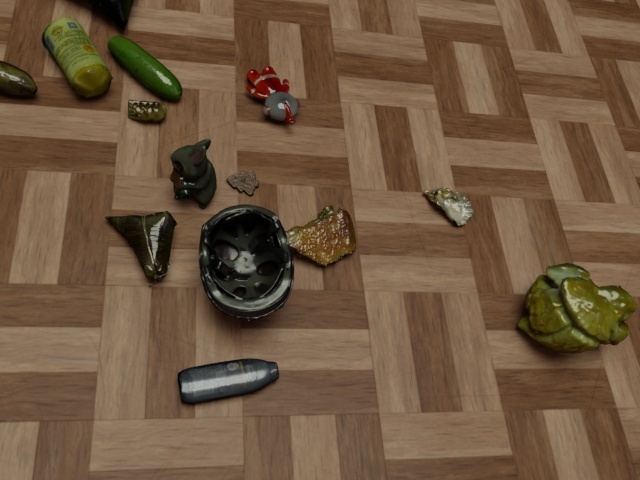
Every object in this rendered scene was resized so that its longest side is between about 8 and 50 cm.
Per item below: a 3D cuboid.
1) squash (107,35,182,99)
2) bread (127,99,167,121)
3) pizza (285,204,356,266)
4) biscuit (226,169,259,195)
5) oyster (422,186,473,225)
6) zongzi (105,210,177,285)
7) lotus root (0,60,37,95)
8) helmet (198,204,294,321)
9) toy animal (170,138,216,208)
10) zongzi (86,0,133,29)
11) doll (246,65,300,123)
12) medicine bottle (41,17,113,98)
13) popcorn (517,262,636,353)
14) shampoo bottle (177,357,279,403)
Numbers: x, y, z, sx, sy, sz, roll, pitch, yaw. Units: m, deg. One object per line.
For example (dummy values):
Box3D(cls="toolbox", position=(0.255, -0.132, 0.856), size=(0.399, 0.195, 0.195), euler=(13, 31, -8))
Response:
Box3D(cls="squash", position=(-0.524, -0.515, 1.966), size=(0.292, 0.082, 0.082), euler=(40, 59, 10))
Box3D(cls="bread", position=(-0.496, -0.370, 1.903), size=(0.111, 0.060, 0.066), euler=(3, 30, -14))
Box3D(cls="pizza", position=(0.000, 0.000, 1.809), size=(0.226, 0.069, 0.147), euler=(-30, 93, -24))
Box3D(cls="biscuit", position=(-0.219, -0.163, 1.874), size=(0.092, 0.016, 0.082), euler=(4, 64, -11))
Box3D(cls="oyster", position=(0.386, -0.102, 1.973), size=(0.146, 0.045, 0.121), euler=(5, 56, -20))
Box3D(cls="zongzi", position=(-0.467, 0.019, 1.677), size=(0.184, 0.084, 0.187), euler=(0, 64, 2))
Box3D(cls="lotus root", position=(-0.871, -0.451, 1.836), size=(0.180, 0.089, 0.080), euler=(17, 88, -12))
Box3D(cls="helmet", position=(-0.186, 0.072, 1.653), size=(0.225, 0.177, 0.305), euler=(-4, 71, -9))
Box3D(cls="toy animal", position=(-0.330, -0.194, 1.727), size=(0.126, 0.251, 0.127), euler=(-9, 63, -15))
Box3D(cls="zongzi", position=(-0.761, -0.851, 2.061), size=(0.383, 0.362, 0.318), euler=(40, 47, -36))
Box3D(cls="doll", position=(-0.137, -0.438, 2.023), size=(0.143, 0.076, 0.245), euler=(-20, 63, -23))
Box3D(cls="medicine bottle", position=(-0.692, -0.517, 1.905), size=(0.124, 0.124, 0.238), euler=(-27, 71, -26))
Box3D(cls="popcorn", position=(0.686, 0.185, 1.780), size=(0.277, 0.225, 0.276), euler=(13, 49, -15))
Box3D(cls="shampoo bottle", position=(-0.215, 0.326, 1.568), size=(0.234, 0.049, 0.087), euler=(-7, 61, -18))
